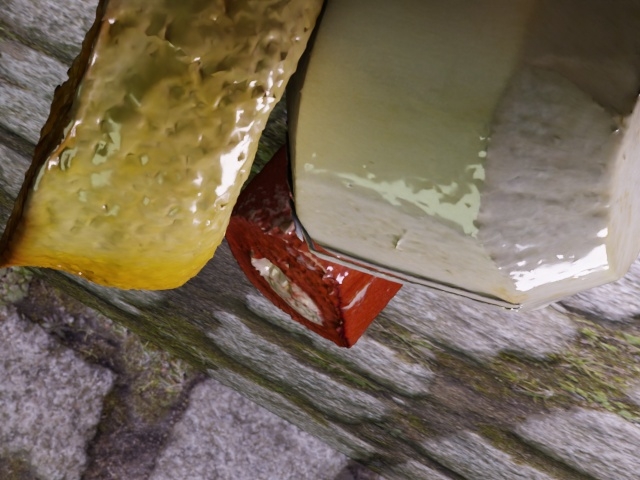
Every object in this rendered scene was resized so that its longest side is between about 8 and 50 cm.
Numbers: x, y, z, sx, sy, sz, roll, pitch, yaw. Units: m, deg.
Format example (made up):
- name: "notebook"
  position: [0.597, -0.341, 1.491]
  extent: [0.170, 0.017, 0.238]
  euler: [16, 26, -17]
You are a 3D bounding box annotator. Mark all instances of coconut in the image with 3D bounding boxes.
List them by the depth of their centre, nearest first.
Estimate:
- name: "coconut"
  position: [0.110, -0.103, 1.268]
  extent: [0.323, 0.323, 0.323]
  euler: [26, 162, 9]

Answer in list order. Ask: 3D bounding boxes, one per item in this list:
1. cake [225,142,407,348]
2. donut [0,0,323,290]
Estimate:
- name: "cake"
  position: [0.000, 0.000, 1.982]
  extent: [0.177, 0.151, 0.283]
  euler: [36, 165, 20]
- name: "donut"
  position: [-0.100, -0.142, 1.262]
  extent: [0.163, 0.435, 0.378]
  euler: [21, -163, -9]
